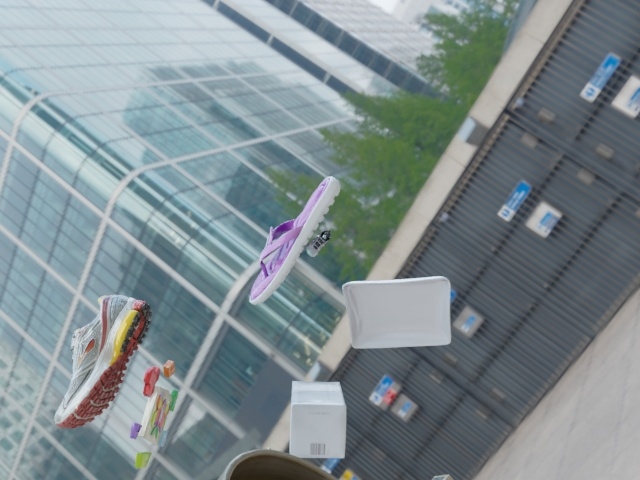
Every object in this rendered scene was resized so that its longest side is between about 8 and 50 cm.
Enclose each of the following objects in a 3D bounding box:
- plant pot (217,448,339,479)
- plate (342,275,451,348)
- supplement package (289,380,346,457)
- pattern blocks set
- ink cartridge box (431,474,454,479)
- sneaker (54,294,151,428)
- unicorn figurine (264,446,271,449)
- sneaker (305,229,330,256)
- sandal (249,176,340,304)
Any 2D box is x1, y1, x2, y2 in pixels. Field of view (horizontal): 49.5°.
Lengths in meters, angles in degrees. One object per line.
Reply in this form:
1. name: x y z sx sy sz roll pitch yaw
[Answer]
1. plant pot: -0.071 0.497 0.929 0.280 0.323 0.323 -53 -14 11
2. plate: 0.209 0.189 1.867 0.045 0.278 0.277 -86 -11 -46
3. supplement package: -0.009 0.457 1.795 0.244 0.139 0.134 -126 38 -88
4. pattern blocks set: -0.439 0.465 1.862 0.325 0.026 0.285 71 -149 -80
5. ink cartridge box: 0.390 0.854 2.074 0.193 0.235 0.088 -42 -2 -31
6. sneaker: -0.357 0.190 1.102 0.088 0.092 0.225 83 -151 -64
7. unicorn figurine: -0.078 0.458 1.369 0.060 0.111 0.162 -46 -7 2
8. sneaker: 0.000 0.000 1.883 0.069 0.038 0.098 -44 8 35
9. sandal: -0.095 -0.013 1.914 0.416 0.102 0.169 -57 12 -12
